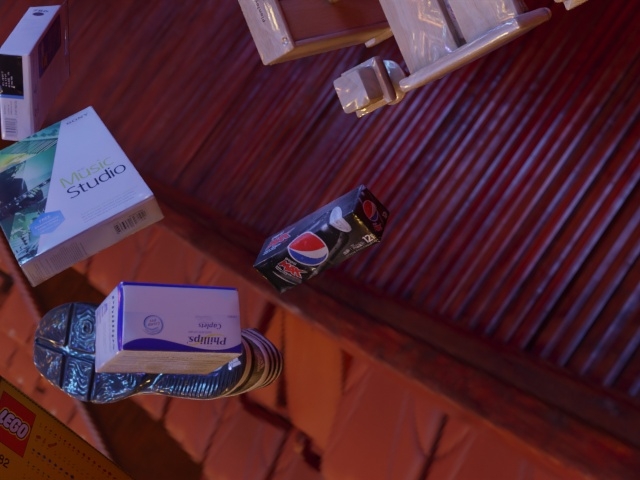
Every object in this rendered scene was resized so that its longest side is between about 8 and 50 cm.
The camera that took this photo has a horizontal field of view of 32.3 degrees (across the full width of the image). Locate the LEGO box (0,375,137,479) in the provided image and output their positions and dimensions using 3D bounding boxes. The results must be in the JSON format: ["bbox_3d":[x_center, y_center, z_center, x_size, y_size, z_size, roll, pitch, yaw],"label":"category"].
[{"bbox_3d":[-0.407,0.368,1.305,0.372,0.193,0.500,-15,135,26],"label":"LEGO box"}]

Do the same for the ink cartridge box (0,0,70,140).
[{"bbox_3d":[-0.526,-0.323,2.047,0.065,0.165,0.333,4,-152,-1],"label":"ink cartridge box"}]

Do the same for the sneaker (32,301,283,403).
[{"bbox_3d":[-0.272,0.214,1.949,0.447,0.169,0.257,4,171,26],"label":"sneaker"}]

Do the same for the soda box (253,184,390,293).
[{"bbox_3d":[0.000,0.000,1.336,0.169,0.060,0.053,-29,114,34],"label":"soda box"}]

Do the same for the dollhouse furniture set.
[{"bbox_3d":[0.092,-0.303,1.022,0.355,0.174,0.303,-22,91,44],"label":"dollhouse furniture set"}]

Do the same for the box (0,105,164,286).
[{"bbox_3d":[-0.420,-0.082,1.812,0.322,0.232,0.058,48,162,47],"label":"box"}]

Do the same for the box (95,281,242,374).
[{"bbox_3d":[-0.162,0.095,1.157,0.126,0.072,0.137,4,163,-22],"label":"box"}]
